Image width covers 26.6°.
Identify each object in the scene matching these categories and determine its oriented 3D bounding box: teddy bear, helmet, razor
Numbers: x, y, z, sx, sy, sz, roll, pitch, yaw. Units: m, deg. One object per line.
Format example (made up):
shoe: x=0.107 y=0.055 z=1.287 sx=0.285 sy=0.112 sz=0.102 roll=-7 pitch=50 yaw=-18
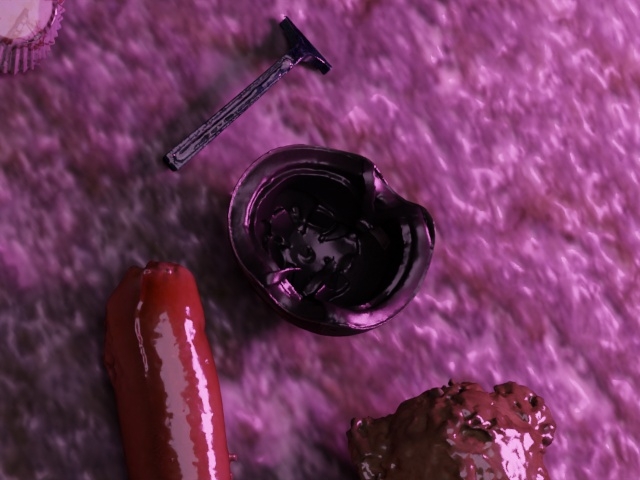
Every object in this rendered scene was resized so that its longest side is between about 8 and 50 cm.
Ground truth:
teddy bear: x=0.120 y=0.247 z=1.141 sx=0.267 sy=0.156 sz=0.256 roll=-7 pitch=80 yaw=-22
helmet: x=0.004 y=0.010 z=1.174 sx=0.177 sy=0.107 sz=0.153 roll=39 pitch=69 yaw=10
razor: x=-0.069 y=-0.127 z=1.210 sx=0.190 sy=0.033 sz=0.066 roll=-43 pitch=96 yaw=-23

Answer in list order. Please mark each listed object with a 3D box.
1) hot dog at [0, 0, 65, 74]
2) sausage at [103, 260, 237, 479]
hot dog: x=-0.303 y=-0.216 z=1.122 sx=0.191 sy=0.059 sz=0.108 roll=30 pitch=71 yaw=-12
sausage: x=-0.113 y=0.225 z=1.086 sx=0.094 sy=0.094 sz=0.419 roll=4 pitch=75 yaw=-52
